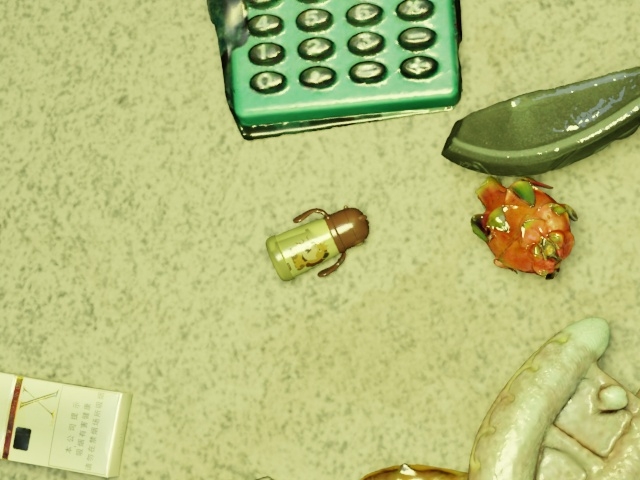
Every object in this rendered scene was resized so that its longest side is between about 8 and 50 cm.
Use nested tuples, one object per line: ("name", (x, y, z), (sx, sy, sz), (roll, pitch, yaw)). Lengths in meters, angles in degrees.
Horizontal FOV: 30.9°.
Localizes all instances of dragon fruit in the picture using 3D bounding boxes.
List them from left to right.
("dragon fruit", (0.183, -0.015, 1.069), (0.116, 0.081, 0.086), (35, 87, 36))

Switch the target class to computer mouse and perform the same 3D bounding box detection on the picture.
("computer mouse", (0.224, -0.103, 1.056), (0.231, 0.126, 0.071), (-14, 90, 6))

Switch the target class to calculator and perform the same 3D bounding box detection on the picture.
("calculator", (0.011, -0.245, 1.143), (0.248, 0.058, 0.274), (-4, 82, 10))

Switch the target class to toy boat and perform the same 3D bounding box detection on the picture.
("toy boat", (0.221, 0.183, 1.011), (0.155, 0.085, 0.227), (37, 81, 0))

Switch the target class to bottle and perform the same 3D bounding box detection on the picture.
("bottle", (-0.001, -0.001, 1.116), (0.101, 0.063, 0.047), (-24, 48, 3))

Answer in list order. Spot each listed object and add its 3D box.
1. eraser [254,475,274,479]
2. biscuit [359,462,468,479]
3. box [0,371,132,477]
("eraser", (-0.083, 0.371, 1.058), (0.130, 0.086, 0.287), (-12, 80, 10))
("biscuit", (0.098, 0.352, 1.048), (0.154, 0.045, 0.299), (-12, 81, 6))
("box", (-0.269, 0.179, 1.142), (0.154, 0.040, 0.084), (7, 84, 10))
